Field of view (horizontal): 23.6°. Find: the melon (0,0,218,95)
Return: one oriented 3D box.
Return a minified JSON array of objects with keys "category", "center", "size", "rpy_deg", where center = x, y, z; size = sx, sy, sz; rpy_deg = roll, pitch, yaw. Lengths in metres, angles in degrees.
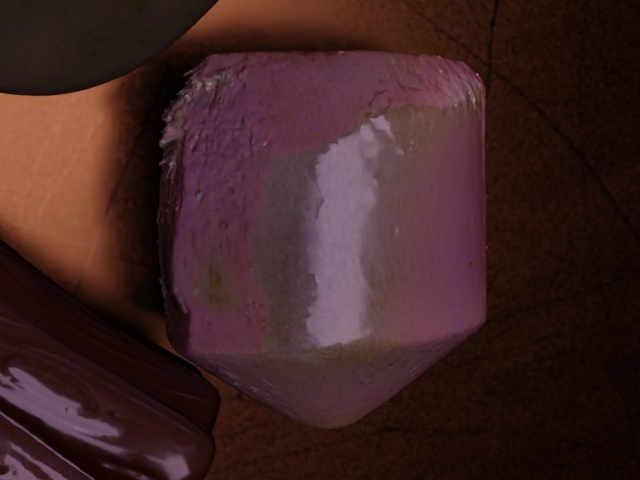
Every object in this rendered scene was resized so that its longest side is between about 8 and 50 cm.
[{"category":"melon","center":[-0.140,-0.234,0.883],"size":[0.272,0.272,0.308],"rpy_deg":[6,105,-20]}]

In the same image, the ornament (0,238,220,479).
[{"category":"ornament","center":[-0.206,0.101,0.964],"size":[0.217,0.235,0.221],"rpy_deg":[41,45,-19]}]

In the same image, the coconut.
[{"category":"coconut","center":[0.000,0.000,1.005],"size":[0.233,0.233,0.245],"rpy_deg":[1,94,-19]}]
